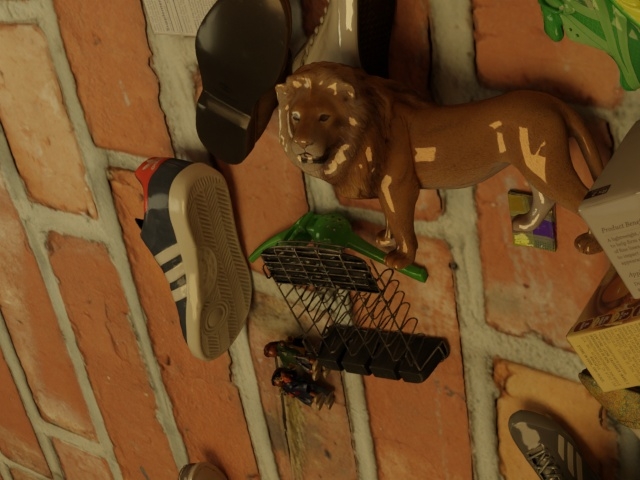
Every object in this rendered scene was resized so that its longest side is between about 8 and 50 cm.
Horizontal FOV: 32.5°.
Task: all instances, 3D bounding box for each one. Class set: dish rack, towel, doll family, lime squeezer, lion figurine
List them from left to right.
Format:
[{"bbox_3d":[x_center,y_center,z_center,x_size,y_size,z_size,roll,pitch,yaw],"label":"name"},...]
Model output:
[{"bbox_3d":[-0.039,0.207,1.728,0.111,0.076,0.193,18,136,21],"label":"doll family"},{"bbox_3d":[0.000,0.000,1.550,0.310,0.059,0.110,4,157,36],"label":"lime squeezer"},{"bbox_3d":[0.041,0.091,1.528,0.208,0.074,0.272,3,136,36],"label":"dish rack"},{"bbox_3d":[0.154,-0.101,1.221,0.392,0.142,0.240,-8,112,3],"label":"lion figurine"},{"bbox_3d":[0.258,-0.024,1.336,0.060,0.009,0.083,12,130,31],"label":"towel"}]

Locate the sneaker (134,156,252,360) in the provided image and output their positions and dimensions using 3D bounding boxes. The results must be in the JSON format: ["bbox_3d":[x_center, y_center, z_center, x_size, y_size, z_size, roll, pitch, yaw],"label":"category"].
[{"bbox_3d":[-0.205,0.022,1.681,0.148,0.131,0.350,22,130,34],"label":"sneaker"}]

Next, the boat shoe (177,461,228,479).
[{"bbox_3d":[-0.215,0.550,2.132,0.096,0.117,0.324,5,132,33],"label":"boat shoe"}]

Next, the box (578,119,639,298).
[{"bbox_3d":[0.383,-0.054,1.076,0.181,0.182,0.119,-19,112,47],"label":"box"}]

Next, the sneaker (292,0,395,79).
[{"bbox_3d":[0.015,-0.231,1.286,0.123,0.106,0.290,21,136,22],"label":"sneaker"}]

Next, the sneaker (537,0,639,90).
[{"bbox_3d":[0.244,-0.259,1.073,0.295,0.109,0.123,47,136,-4],"label":"sneaker"}]

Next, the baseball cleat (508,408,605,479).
[{"bbox_3d":[0.329,0.323,1.494,0.206,0.109,0.072,44,126,-7],"label":"baseball cleat"}]

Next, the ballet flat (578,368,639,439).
[{"bbox_3d":[0.462,0.220,1.278,0.348,0.123,0.123,5,126,33],"label":"ballet flat"}]

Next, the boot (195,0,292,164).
[{"bbox_3d":[-0.081,-0.225,1.344,0.112,0.115,0.305,35,148,8],"label":"boot"}]

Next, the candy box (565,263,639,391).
[{"bbox_3d":[0.427,0.044,1.120,0.316,0.183,0.088,-24,107,48],"label":"candy box"}]

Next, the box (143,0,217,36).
[{"bbox_3d":[-0.157,-0.326,1.375,0.137,0.072,0.126,10,129,33],"label":"box"}]
